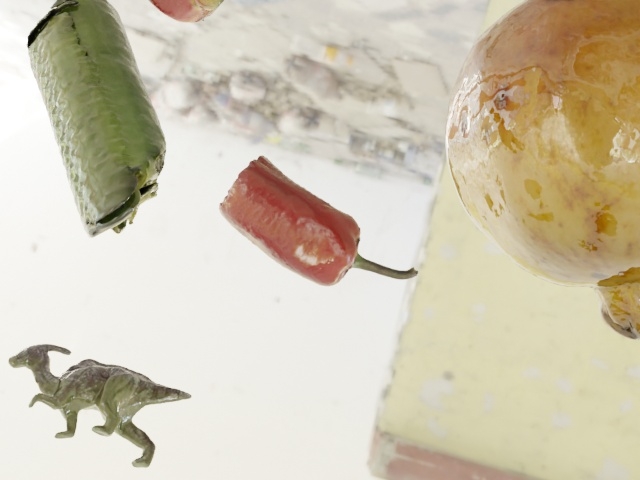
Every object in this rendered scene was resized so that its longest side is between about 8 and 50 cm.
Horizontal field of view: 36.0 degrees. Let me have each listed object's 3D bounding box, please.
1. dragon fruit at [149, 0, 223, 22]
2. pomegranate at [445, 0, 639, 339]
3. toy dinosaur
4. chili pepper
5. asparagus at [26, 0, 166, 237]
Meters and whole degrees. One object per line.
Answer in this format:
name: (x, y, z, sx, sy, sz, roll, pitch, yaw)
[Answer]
dragon fruit: (-0.086, -0.176, 0.605, 0.056, 0.060, 0.083, -26, 108, 28)
pomegranate: (0.332, -0.090, 1.119, 0.409, 0.410, 0.410, 15, 171, 2)
toy dinosaur: (-0.358, 0.251, 1.575, 0.294, 0.162, 0.077, 26, 130, -20)
chili pepper: (-0.003, 0.004, 1.619, 0.338, 0.135, 0.131, 36, 178, 0)
asparagus: (-0.214, -0.115, 0.973, 0.108, 0.382, 0.128, -18, 136, -10)
